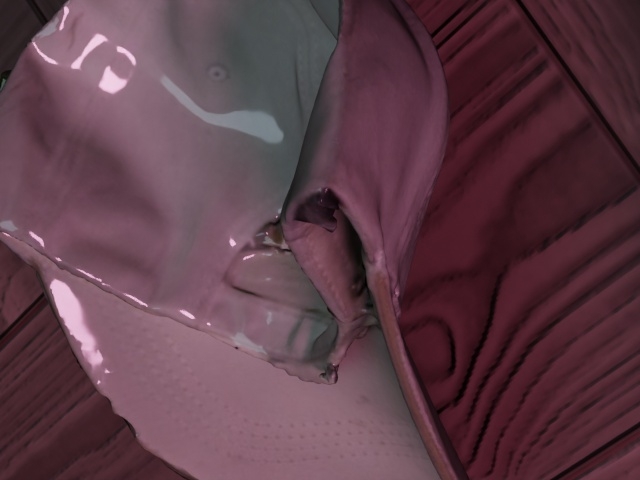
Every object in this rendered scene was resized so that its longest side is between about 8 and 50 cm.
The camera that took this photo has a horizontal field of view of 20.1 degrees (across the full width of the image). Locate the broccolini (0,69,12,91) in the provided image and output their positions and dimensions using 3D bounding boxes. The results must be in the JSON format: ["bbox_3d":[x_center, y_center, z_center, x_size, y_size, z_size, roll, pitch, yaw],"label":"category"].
[{"bbox_3d":[-0.208,-0.023,1.063,0.052,0.054,0.194,33,121,-11],"label":"broccolini"}]

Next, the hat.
[{"bbox_3d":[-0.006,0.001,0.856,0.258,0.168,0.301,2,131,45],"label":"hat"}]
